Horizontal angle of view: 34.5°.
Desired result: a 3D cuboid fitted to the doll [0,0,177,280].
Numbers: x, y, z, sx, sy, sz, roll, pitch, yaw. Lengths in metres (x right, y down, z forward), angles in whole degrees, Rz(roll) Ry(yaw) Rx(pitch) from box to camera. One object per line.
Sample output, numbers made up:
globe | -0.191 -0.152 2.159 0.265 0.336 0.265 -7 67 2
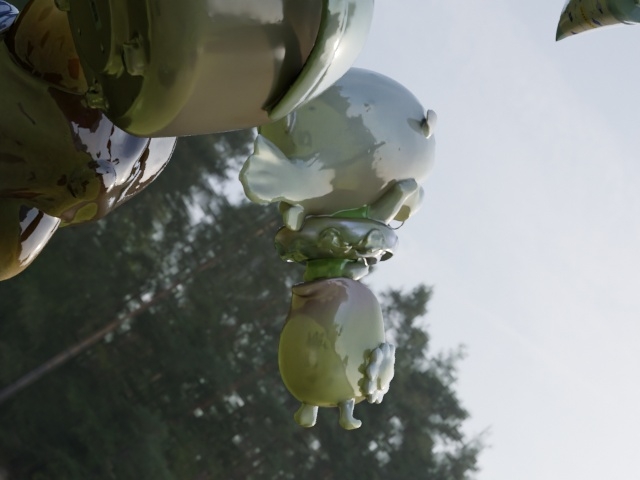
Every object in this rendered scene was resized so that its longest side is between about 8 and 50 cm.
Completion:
doll | -0.257 -0.127 0.750 0.339 0.209 0.318 21 -79 20

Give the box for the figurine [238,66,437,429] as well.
figurine | 0.000 0.000 1.096 0.226 0.274 0.394 -8 -107 35

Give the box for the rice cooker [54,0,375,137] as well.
rice cooker | -0.056 -0.125 0.503 0.145 0.127 0.206 71 -20 3

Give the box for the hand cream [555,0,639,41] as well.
hand cream | 0.211 -0.178 0.755 0.043 0.065 0.171 21 7 -10
